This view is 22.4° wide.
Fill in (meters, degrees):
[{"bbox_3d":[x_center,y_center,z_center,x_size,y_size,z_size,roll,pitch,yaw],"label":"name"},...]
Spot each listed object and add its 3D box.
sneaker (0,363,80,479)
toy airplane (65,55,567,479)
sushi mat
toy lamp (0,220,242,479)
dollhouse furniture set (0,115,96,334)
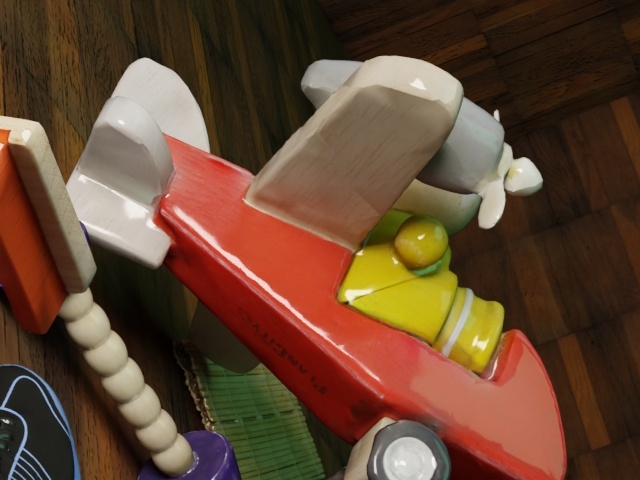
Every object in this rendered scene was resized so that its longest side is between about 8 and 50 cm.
[{"bbox_3d":[-0.172,0.133,0.818,0.232,0.081,0.090,-96,178,-51],"label":"sneaker"},{"bbox_3d":[0.000,0.000,1.175,0.386,0.272,0.384,17,-40,43],"label":"toy airplane"},{"bbox_3d":[-0.061,0.164,1.501,0.316,0.019,0.151,16,55,-76],"label":"sushi mat"},{"bbox_3d":[-0.128,0.110,1.122,0.080,0.080,0.274,-95,160,-55],"label":"toy lamp"},{"bbox_3d":[-0.179,0.070,0.418,0.262,0.135,0.259,78,29,-49],"label":"dollhouse furniture set"}]
